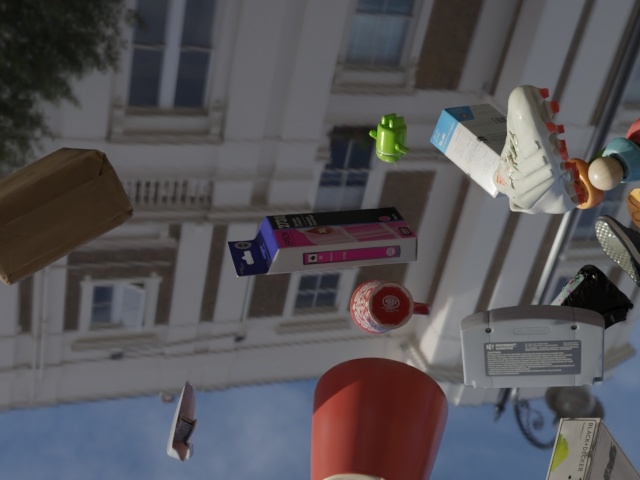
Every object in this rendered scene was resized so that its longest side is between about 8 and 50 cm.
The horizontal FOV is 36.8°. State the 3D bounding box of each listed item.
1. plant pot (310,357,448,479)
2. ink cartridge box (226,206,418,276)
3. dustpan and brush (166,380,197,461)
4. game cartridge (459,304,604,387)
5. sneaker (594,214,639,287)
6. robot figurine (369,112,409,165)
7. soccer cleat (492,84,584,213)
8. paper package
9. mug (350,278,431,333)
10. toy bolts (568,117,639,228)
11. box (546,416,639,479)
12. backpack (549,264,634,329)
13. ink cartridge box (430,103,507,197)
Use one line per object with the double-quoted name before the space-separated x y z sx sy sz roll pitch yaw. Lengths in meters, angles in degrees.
"plant pot" 0.099 0.399 1.809 0.275 0.275 0.243 13 -138 1
"ink cartridge box" 0.000 0.000 1.981 0.371 0.069 0.176 -7 -156 -10
"dustpan and brush" -0.271 0.391 1.923 0.060 0.211 0.147 15 -126 -9
"game cartridge" 0.449 0.226 2.046 0.297 0.198 0.062 -3 -149 10
"sneaker" 0.704 -0.004 2.071 0.163 0.086 0.226 -45 -84 -17
"robot figurine" 0.161 -0.228 2.182 0.067 0.115 0.101 -23 -141 -37
"soccer cleat" 0.189 -0.071 0.873 0.076 0.196 0.068 -12 -118 18
"paper package" -0.593 -0.060 2.027 0.309 0.168 0.325 -31 -161 -20
"mug" 0.142 0.123 1.927 0.150 0.113 0.169 -23 178 -7
"toy bolts" 0.543 -0.093 1.762 0.158 0.228 0.218 -30 -108 -20
"box" 0.564 0.502 1.942 0.087 0.290 0.169 -7 -134 39
"backpack" 0.594 0.162 2.187 0.152 0.182 0.115 43 178 3
"ink cartridge box" 0.256 -0.120 1.374 0.104 0.060 0.180 -11 -134 -39
